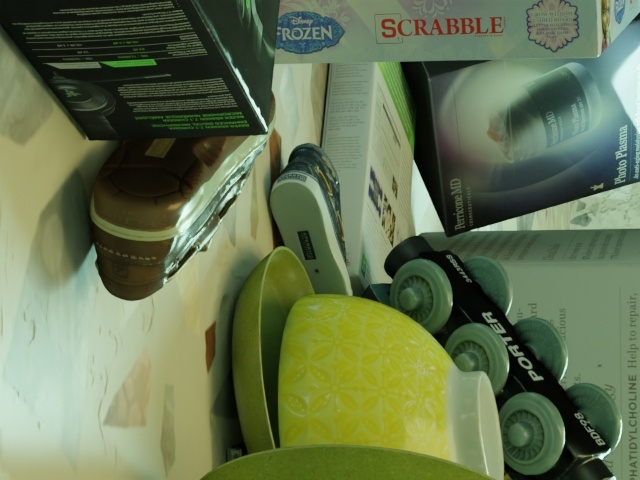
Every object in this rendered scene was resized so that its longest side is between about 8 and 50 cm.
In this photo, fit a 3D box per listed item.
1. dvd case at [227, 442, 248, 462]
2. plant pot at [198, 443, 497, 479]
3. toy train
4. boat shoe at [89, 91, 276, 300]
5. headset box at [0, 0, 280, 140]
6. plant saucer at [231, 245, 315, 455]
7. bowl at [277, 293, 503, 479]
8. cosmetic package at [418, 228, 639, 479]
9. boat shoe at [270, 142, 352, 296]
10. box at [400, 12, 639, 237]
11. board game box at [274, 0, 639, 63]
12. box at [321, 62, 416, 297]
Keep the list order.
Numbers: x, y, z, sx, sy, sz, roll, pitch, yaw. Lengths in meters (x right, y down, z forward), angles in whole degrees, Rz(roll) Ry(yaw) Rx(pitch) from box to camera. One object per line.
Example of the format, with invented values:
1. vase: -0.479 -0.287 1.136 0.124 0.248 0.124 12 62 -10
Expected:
1. dvd case: -0.044 0.257 1.545 0.221 0.018 0.165 2 86 -75
2. plant pot: 0.019 0.340 1.241 0.275 0.274 0.294 69 22 -54
3. toy train: 0.149 0.155 1.684 0.142 0.334 0.190 -4 138 -47
4. boat shoe: -0.102 -0.039 1.219 0.257 0.095 0.095 -52 153 -59
5. headset box: -0.111 -0.224 1.073 0.283 0.131 0.246 58 33 -64
6. plant saucer: -0.034 0.126 1.513 0.241 0.037 0.241 -8 90 -76
7. bowl: 0.077 0.182 1.524 0.289 0.156 0.289 -8 90 -77
8. cosmetic package: 0.290 0.162 2.115 0.329 0.393 0.327 -30 118 -75
9. boat shoe: 0.000 0.000 1.638 0.083 0.065 0.183 -68 152 -55
10. box: 0.255 -0.189 2.096 0.296 0.294 0.183 77 -4 -50
11. board game box: 0.126 -0.223 1.596 0.318 0.318 0.066 -42 130 -67
12. box: 0.052 -0.062 1.878 0.232 0.058 0.322 62 32 -62
